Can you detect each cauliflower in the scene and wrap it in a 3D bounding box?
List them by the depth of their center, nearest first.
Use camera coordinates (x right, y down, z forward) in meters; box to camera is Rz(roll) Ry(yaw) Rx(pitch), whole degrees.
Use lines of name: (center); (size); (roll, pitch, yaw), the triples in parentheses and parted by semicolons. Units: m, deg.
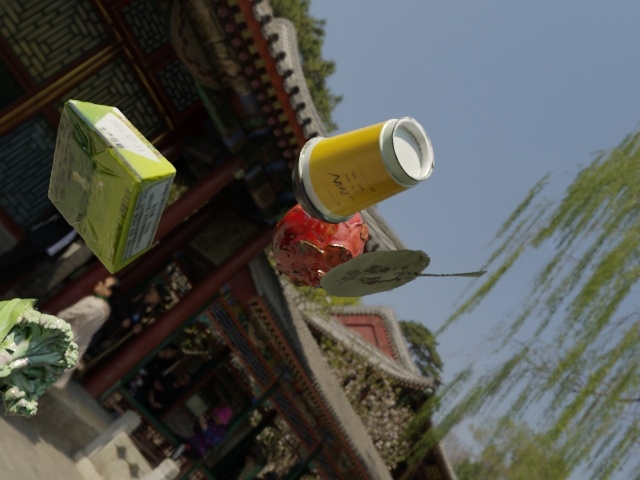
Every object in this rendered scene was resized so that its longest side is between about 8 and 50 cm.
cauliflower: (-0.658, 0.237, 1.298); (0.256, 0.239, 0.315); (30, 10, 4)

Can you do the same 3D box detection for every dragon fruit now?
dragon fruit: (-0.003, 0.005, 1.580); (0.241, 0.252, 0.241); (39, 5, -4)

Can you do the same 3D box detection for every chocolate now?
chocolate: (-0.490, -0.130, 1.474); (0.289, 0.137, 0.301); (45, -50, 20)

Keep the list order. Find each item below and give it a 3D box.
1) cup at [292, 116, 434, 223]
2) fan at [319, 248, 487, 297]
cup: (0.083, -0.149, 1.307); (0.280, 0.196, 0.196); (-17, -64, 44)
fan: (0.187, 0.071, 1.347); (0.233, 0.415, 0.012); (-45, -130, 51)
